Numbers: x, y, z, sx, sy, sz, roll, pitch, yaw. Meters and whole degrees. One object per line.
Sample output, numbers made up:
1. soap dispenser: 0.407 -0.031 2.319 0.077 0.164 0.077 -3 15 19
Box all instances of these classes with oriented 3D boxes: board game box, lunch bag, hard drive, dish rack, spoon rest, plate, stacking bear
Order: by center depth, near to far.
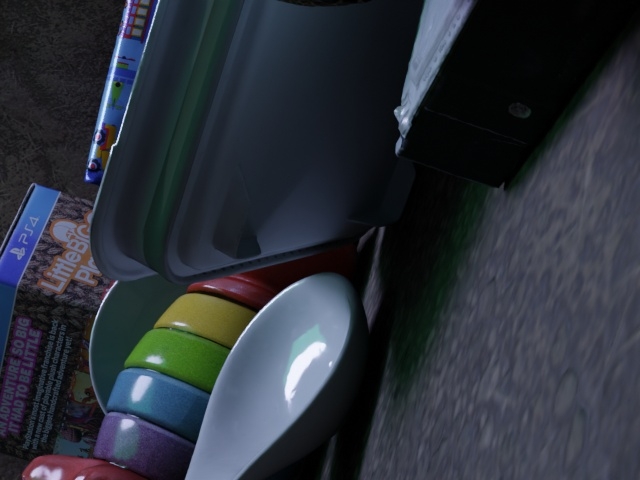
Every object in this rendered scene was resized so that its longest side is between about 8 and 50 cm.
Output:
1. hard drive: 0.119 -0.203 0.501 0.339 0.064 0.237 116 170 -60
2. dish rack: 0.013 -0.122 0.749 0.285 0.072 0.333 -12 -54 -56
3. spoon rest: -0.035 0.136 0.765 0.137 0.084 0.276 -26 42 41
4. stacking bear: -0.067 0.093 0.941 0.175 0.164 0.289 -9 50 60
5. plate: -0.094 0.093 1.027 0.024 0.188 0.188 99 -173 -80
6. board game box: -0.174 0.113 1.202 0.141 0.290 0.232 -80 10 -50
7. lunch bag: -0.156 -0.143 1.427 0.293 0.138 0.221 91 -168 -86

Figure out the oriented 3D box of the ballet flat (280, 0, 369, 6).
1. ballet flat: 0.067 -0.320 0.436 0.182 0.164 0.483 5 83 62
